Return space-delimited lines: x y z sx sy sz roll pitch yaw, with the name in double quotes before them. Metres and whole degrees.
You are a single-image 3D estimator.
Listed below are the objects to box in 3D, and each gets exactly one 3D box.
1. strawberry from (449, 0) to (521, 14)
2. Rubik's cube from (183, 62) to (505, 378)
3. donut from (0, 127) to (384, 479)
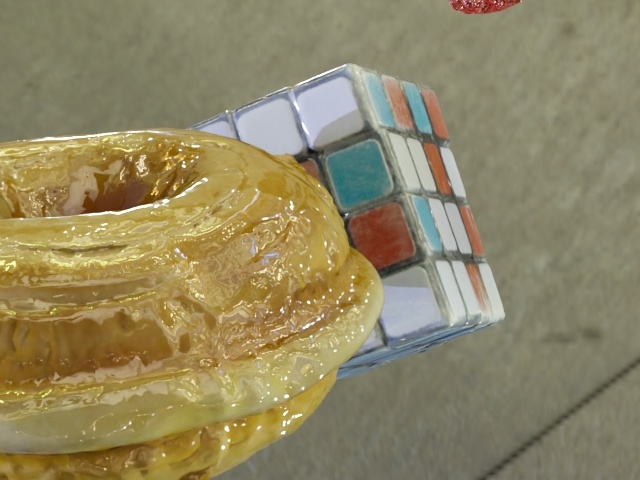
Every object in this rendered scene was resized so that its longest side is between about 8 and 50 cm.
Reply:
"strawberry" 0.167 -0.252 1.652 0.104 0.048 0.152 -51 29 11
"Rubik's cube" 0.000 0.000 1.642 0.259 0.256 0.253 -22 83 17
"donut" -0.170 0.042 1.323 0.449 0.198 0.449 -3 20 1
